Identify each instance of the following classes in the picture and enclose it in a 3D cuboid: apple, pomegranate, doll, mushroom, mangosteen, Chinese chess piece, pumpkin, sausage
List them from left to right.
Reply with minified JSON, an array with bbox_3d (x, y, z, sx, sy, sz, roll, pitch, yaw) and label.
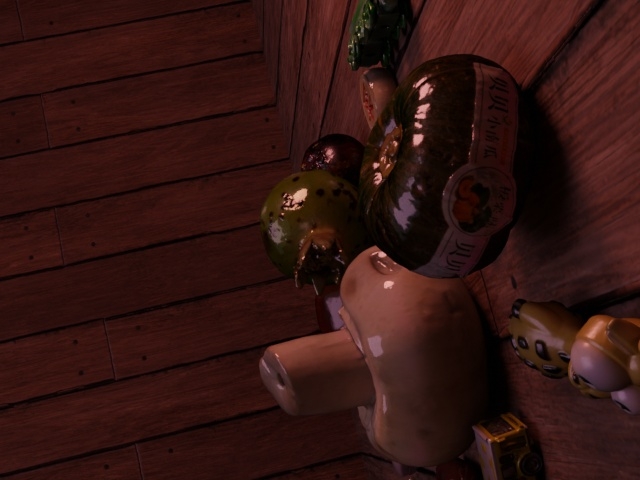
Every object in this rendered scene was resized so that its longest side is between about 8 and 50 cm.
[{"bbox_3d":[0.009,0.006,1.508,0.286,0.231,0.231,-111,11,-45],"label":"pomegranate"},{"bbox_3d":[0.047,-0.154,1.843,0.172,0.184,0.172,-39,35,34],"label":"mangosteen"},{"bbox_3d":[0.101,0.135,1.663,0.234,0.234,0.234,167,90,-83],"label":"apple"},{"bbox_3d":[0.110,-0.257,1.506,0.122,0.051,0.122,167,90,-82],"label":"Chinese chess piece"},{"bbox_3d":[0.125,0.194,1.300,0.325,0.353,0.353,38,153,26],"label":"mushroom"},{"bbox_3d":[0.157,-0.079,0.963,0.260,0.189,0.260,-164,90,-73],"label":"pumpkin"},{"bbox_3d":[0.254,0.444,1.520,0.141,0.076,0.076,141,116,-82],"label":"sausage"},{"bbox_3d":[0.264,0.109,0.807,0.117,0.086,0.291,38,175,-8],"label":"doll"}]

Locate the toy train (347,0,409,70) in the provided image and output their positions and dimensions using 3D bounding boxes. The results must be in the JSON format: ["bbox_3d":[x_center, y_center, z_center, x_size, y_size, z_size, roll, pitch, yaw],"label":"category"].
[{"bbox_3d":[0.089,-0.374,1.376,0.251,0.085,0.119,128,134,-78],"label":"toy train"}]

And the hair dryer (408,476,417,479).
[{"bbox_3d":[0.261,0.544,1.466,0.225,0.088,0.219,15,135,59],"label":"hair dryer"}]

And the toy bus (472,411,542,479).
[{"bbox_3d":[0.279,0.365,1.172,0.081,0.074,0.226,-135,33,-78],"label":"toy bus"}]

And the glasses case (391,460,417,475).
[{"bbox_3d":[0.201,0.471,1.965,0.297,0.075,0.113,88,168,-53],"label":"glasses case"}]
